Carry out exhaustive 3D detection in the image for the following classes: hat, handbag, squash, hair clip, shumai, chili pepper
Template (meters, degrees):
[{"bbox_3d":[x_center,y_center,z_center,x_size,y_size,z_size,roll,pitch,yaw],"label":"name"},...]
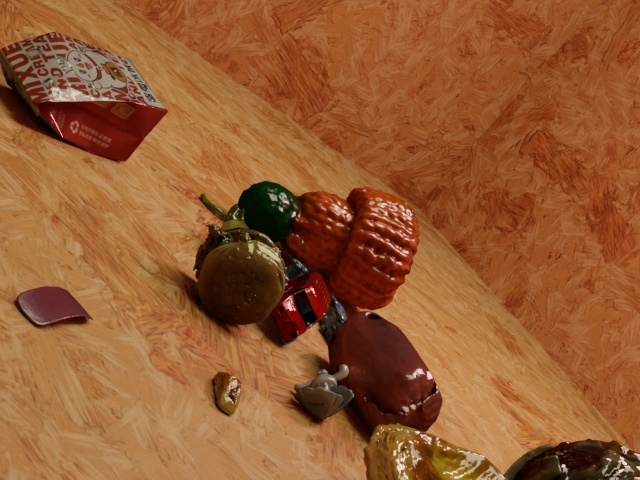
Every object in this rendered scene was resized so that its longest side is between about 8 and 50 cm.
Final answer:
[{"bbox_3d":[0.000,0.000,2.430,0.400,0.285,0.285,11,19,-11],"label":"hat"},{"bbox_3d":[-0.440,-0.267,2.022,0.171,0.151,0.298,52,19,23],"label":"handbag"},{"bbox_3d":[-0.155,0.021,2.075,0.090,0.075,0.200,7,54,-38],"label":"squash"},{"bbox_3d":[-0.331,0.083,1.396,0.054,0.022,0.137,48,13,14],"label":"hair clip"},{"bbox_3d":[0.425,0.445,1.828,0.288,0.329,0.292,29,-44,63],"label":"shumai"},{"bbox_3d":[-0.224,-0.071,2.321,0.083,0.017,0.030,45,10,18],"label":"chili pepper"}]

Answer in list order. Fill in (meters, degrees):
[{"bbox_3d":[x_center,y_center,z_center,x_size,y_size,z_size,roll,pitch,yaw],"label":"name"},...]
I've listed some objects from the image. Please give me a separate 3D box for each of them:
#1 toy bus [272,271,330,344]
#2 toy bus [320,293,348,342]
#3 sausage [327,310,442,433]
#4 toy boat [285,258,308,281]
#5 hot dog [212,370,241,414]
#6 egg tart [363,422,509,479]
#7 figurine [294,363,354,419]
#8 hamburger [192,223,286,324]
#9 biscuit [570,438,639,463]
[{"bbox_3d":[-0.037,0.118,1.993,0.195,0.089,0.081,-62,129,-78],"label":"toy bus"},{"bbox_3d":[0.030,0.165,2.206,0.061,0.051,0.153,50,7,-23],"label":"toy bus"},{"bbox_3d":[0.108,0.238,1.943,0.152,0.152,0.280,32,13,-38],"label":"sausage"},{"bbox_3d":[-0.055,0.071,2.237,0.137,0.061,0.060,32,14,-40],"label":"toy boat"},{"bbox_3d":[-0.129,0.208,1.558,0.030,0.034,0.090,38,11,-21],"label":"hot dog"},{"bbox_3d":[0.177,0.406,1.545,0.352,0.150,0.352,36,18,-13],"label":"egg tart"},{"bbox_3d":[0.003,0.241,1.772,0.086,0.094,0.082,-64,148,-50],"label":"figurine"},{"bbox_3d":[-0.136,0.049,1.823,0.185,0.159,0.131,59,10,-15],"label":"hamburger"},{"bbox_3d":[0.534,0.500,2.001,0.332,0.332,0.103,42,51,4],"label":"biscuit"}]
